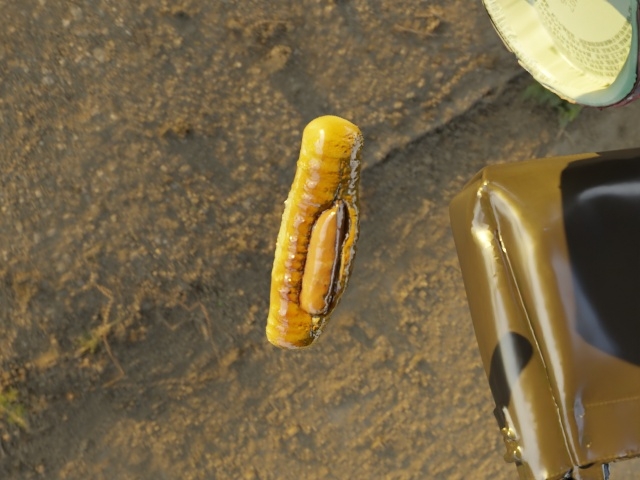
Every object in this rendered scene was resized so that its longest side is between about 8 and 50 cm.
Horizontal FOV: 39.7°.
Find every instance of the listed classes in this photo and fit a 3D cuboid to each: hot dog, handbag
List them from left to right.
[{"bbox_3d":[0.000,0.001,0.474,0.044,0.028,0.137,3,113,-24],"label":"hot dog"},{"bbox_3d":[0.254,0.051,0.670,0.285,0.257,0.113,-6,161,-6],"label":"handbag"}]

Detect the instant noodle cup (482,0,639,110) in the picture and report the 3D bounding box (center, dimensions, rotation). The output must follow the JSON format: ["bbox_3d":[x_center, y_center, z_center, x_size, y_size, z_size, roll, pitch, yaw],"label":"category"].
[{"bbox_3d":[0.252,-0.219,0.604,0.255,0.244,0.244,-34,128,-14],"label":"instant noodle cup"}]
